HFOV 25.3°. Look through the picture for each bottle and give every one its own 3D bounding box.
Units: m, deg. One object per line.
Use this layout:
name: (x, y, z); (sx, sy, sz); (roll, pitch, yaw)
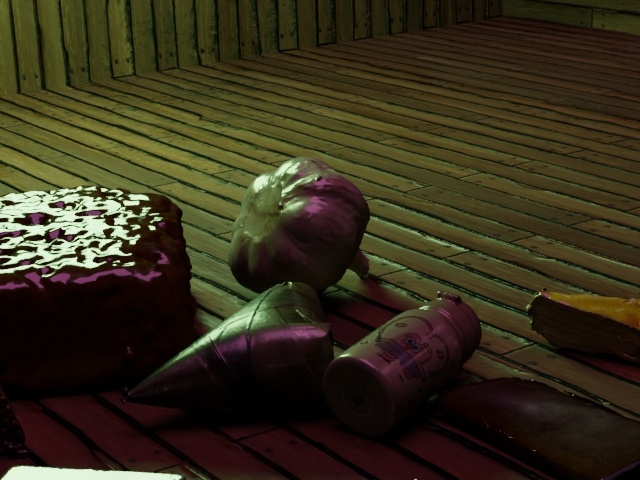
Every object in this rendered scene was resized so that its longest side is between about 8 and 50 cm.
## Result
bottle: (0.102, 0.137, 1.588); (0.097, 0.110, 0.209); (14, 29, 35)

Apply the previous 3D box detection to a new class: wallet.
wallet: (0.250, 0.196, 1.497); (0.137, 0.031, 0.255); (-13, 21, -32)

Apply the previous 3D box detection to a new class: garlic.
garlic: (0.000, 0.000, 1.964); (0.212, 0.219, 0.218); (28, -2, -36)

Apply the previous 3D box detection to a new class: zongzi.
zongzi: (-0.104, 0.129, 1.646); (0.242, 0.112, 0.221); (-11, 15, -1)

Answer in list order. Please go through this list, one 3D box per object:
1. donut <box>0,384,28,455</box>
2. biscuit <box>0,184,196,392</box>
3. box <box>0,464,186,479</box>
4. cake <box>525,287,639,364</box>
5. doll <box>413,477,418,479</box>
donut: (-0.436, 0.185, 1.535); (0.217, 0.085, 0.141); (-9, 19, -15)
biscuit: (-0.329, 0.053, 1.814); (0.342, 0.166, 0.395); (-7, 19, -8)
box: (-0.241, 0.281, 1.269); (0.210, 0.045, 0.270); (1, 17, 11)
cake: (0.342, 0.117, 1.706); (0.184, 0.080, 0.116); (7, 29, -4)
doll: (0.064, 0.259, 1.196); (0.221, 0.105, 0.115); (-15, 14, -28)
